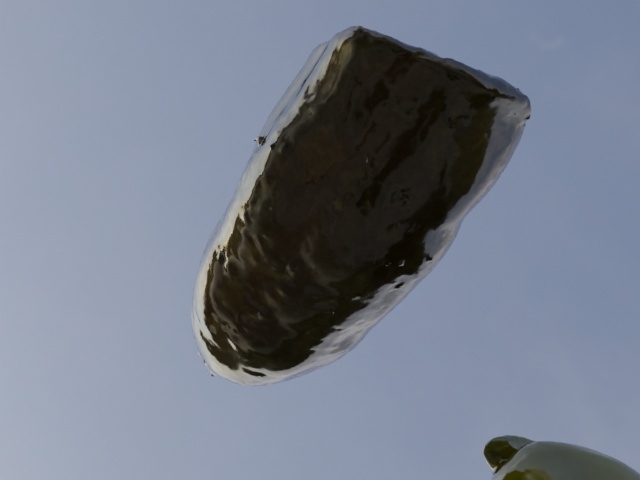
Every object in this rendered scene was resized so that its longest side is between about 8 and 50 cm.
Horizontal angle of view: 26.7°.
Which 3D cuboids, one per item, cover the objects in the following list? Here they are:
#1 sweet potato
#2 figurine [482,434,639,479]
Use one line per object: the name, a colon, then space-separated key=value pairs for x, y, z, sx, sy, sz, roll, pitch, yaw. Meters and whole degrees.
sweet potato: x=0.000 y=0.000 z=0.954 sx=0.158 sy=0.158 sz=0.369 roll=39 pitch=-59 yaw=10
figurine: x=0.206 y=0.269 z=0.894 sx=0.169 sy=0.327 sz=0.218 roll=-1 pitch=-70 yaw=-11
